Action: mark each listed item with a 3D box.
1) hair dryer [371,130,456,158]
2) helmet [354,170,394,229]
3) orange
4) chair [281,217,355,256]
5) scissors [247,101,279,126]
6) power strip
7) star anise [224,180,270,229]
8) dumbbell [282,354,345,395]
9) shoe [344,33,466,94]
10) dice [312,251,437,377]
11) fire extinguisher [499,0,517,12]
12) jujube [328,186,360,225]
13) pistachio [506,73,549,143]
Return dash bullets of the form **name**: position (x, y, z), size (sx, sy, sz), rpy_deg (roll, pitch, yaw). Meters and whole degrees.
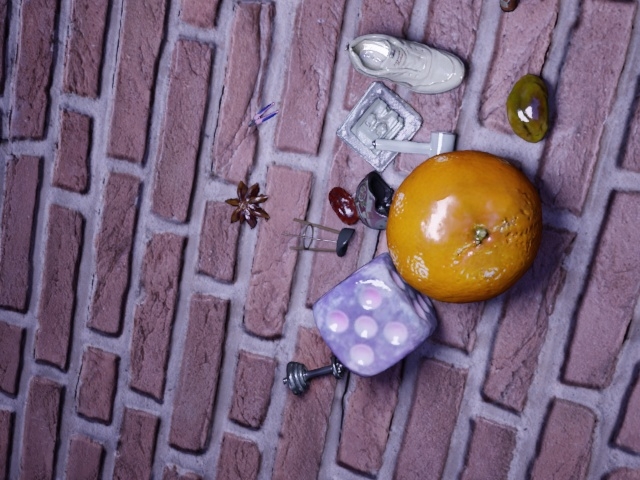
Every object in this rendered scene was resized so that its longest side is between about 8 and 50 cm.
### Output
- **hair dryer**: position (0.263, -0.256, 1.872), size (0.236, 0.073, 0.131), rpy_deg (6, 101, -1)
- **helmet**: position (0.157, -0.104, 1.918), size (0.107, 0.153, 0.177), rpy_deg (-29, 90, 31)
- **orange**: position (0.384, -0.030, 1.737), size (0.424, 0.326, 0.424), rpy_deg (-1, 104, -4)
- **chair**: position (0.000, -0.001, 2.013), size (0.221, 0.104, 0.095), rpy_deg (6, 126, 21)
- **scissors**: position (-0.183, -0.390, 2.047), size (0.113, 0.012, 0.039), rpy_deg (-28, 89, 19)
- **power strip**: position (0.169, -0.335, 1.920), size (0.198, 0.064, 0.213), rpy_deg (41, 108, 10)
- **star anise**: position (-0.234, -0.113, 2.081), size (0.168, 0.057, 0.168), rpy_deg (3, 99, 16)
- **dumbbell**: position (-0.001, 0.416, 2.069), size (0.254, 0.110, 0.110), rpy_deg (-18, 93, 13)
- **shoe**: position (0.226, -0.490, 1.801), size (0.342, 0.210, 0.132), rpy_deg (17, 102, 14)
- **dice**: position (0.160, 0.213, 1.894), size (0.271, 0.270, 0.270), rpy_deg (-37, 87, 19)
- **fire extinguisher**: position (0.495, -0.639, 1.713), size (0.050, 0.177, 0.062), rpy_deg (2, 98, 16)
- **jujube**: position (0.075, -0.107, 1.980), size (0.077, 0.077, 0.129), rpy_deg (-39, 77, 18)
- **pistachio**: position (0.564, -0.358, 1.774), size (0.110, 0.100, 0.189), rpy_deg (-3, 99, 14)
